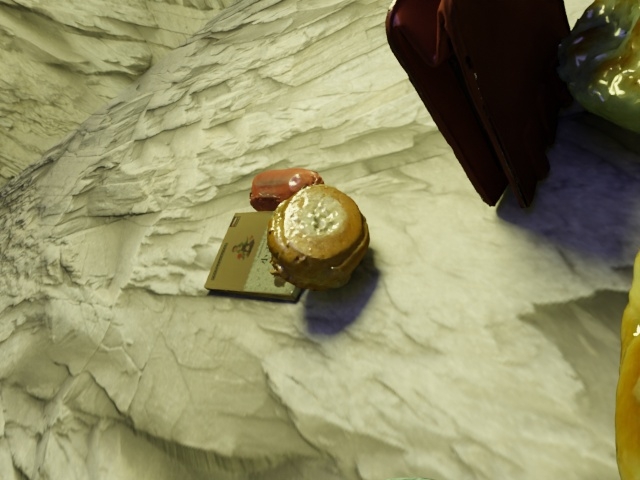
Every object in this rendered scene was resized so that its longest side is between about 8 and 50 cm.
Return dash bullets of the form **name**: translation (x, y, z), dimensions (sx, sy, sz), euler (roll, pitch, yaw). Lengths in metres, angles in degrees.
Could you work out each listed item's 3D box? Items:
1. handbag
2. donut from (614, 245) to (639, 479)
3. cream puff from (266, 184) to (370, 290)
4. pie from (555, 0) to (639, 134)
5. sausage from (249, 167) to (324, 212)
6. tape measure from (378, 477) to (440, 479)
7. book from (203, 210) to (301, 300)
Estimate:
- **handbag**: translation (0.198, -0.209, 0.608), dimensions (0.084, 0.275, 0.260), euler (1, 53, 41)
- **donut**: translation (0.331, 0.074, 0.272), dimensions (0.360, 0.170, 0.360), euler (-23, 40, 22)
- **cream puff**: translation (-0.003, 0.001, 0.707), dimensions (0.126, 0.103, 0.143), euler (16, 58, 4)
- **pie**: translation (0.430, -0.234, 0.513), dimensions (0.395, 0.180, 0.418), euler (23, 75, 50)
- **sausage**: translation (-0.052, -0.075, 0.870), dimensions (0.141, 0.076, 0.076), euler (-2, 50, 43)
- **tape measure**: translation (0.070, 0.281, 0.308), dimensions (0.256, 0.147, 0.275), euler (-47, 39, -6)
- **book**: translation (-0.085, 0.017, 0.827), dimensions (0.199, 0.016, 0.138), euler (1, 63, 43)
